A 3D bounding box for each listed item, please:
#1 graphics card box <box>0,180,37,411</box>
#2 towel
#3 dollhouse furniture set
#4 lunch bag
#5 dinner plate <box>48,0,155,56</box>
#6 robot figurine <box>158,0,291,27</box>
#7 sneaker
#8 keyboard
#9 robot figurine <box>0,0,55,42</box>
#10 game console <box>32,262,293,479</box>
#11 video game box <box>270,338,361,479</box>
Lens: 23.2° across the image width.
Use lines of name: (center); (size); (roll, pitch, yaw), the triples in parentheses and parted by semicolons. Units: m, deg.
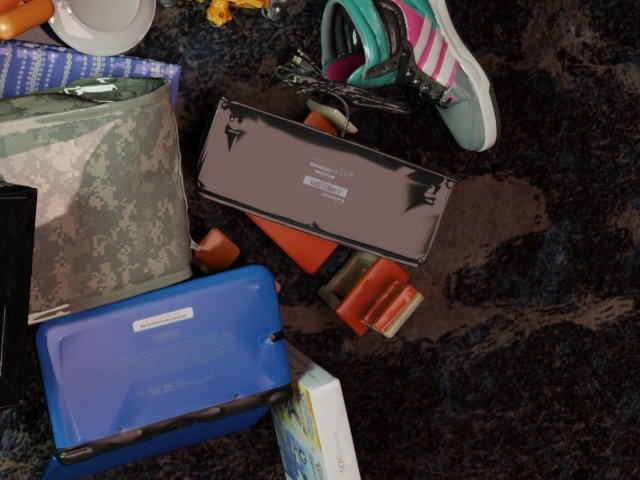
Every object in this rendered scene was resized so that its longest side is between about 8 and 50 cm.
graphics card box: (-0.467, 0.030, 1.604); (0.094, 0.370, 0.233); (-11, 110, -61)
towel: (-0.331, -0.108, 1.803); (0.336, 0.040, 0.243); (5, 101, -26)
dollhouse furniture set: (0.000, 0.000, 1.928); (0.259, 0.135, 0.262); (44, 82, -26)
lunch bag: (-0.286, -0.048, 1.732); (0.287, 0.169, 0.235); (-11, 109, -18)
dinner plate: (-0.252, -0.283, 1.793); (0.141, 0.017, 0.141); (1, 88, -31)
robot figurine: (-0.106, -0.394, 1.816); (0.211, 0.085, 0.291); (4, 99, -26)
sneaker: (0.096, -0.209, 1.929); (0.178, 0.124, 0.296); (-34, 106, -20)
keyboard: (0.016, -0.103, 1.862); (0.317, 0.033, 0.202); (19, 96, -18)
robot figurine: (-0.378, -0.265, 1.674); (0.128, 0.158, 0.219); (55, 53, -29)
game console: (-0.200, 0.163, 1.859); (0.293, 0.173, 0.250); (-14, 105, -23)
video game box: (-0.010, 0.245, 1.952); (0.048, 0.187, 0.205); (-19, 109, -20)
